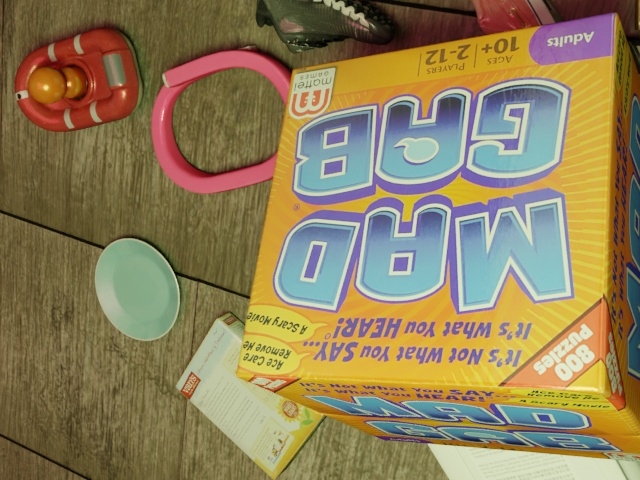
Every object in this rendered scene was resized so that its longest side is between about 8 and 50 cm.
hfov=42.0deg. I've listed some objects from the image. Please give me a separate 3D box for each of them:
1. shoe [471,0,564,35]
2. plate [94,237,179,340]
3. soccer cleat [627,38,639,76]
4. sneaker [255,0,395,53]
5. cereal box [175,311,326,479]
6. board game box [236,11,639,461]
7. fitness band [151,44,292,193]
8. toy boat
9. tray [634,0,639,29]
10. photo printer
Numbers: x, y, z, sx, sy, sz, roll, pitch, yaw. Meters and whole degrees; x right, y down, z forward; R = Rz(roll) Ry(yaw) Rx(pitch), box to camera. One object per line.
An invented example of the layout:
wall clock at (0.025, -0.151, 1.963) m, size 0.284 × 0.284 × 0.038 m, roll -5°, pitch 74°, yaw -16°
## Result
shoe at (0.261, -0.266, 1.060) m, size 0.081 × 0.063 × 0.178 m, roll -33°, pitch 81°, yaw 32°
plate at (-0.320, 0.085, 1.478) m, size 0.188 × 0.024 × 0.188 m, roll 7°, pitch 107°, yaw 25°
soccer cleat at (0.402, -0.221, 1.002) m, size 0.178 × 0.060 × 0.072 m, roll 20°, pitch 102°, yaw 15°
sneaker at (-0.001, -0.307, 1.180) m, size 0.234 × 0.078 × 0.106 m, roll 29°, pitch 118°, yaw 22°
cereal box at (-0.115, 0.260, 1.401) m, size 0.240 × 0.047 × 0.173 m, roll 41°, pitch 118°, yaw 13°
board game box at (0.177, 0.026, 0.925) m, size 0.356 × 0.356 × 0.357 m, roll -3°, pitch 66°, yaw 30°
fitness band at (-0.147, -0.184, 1.299) m, size 0.290 × 0.054 × 0.209 m, roll -11°, pitch 98°, yaw 31°
toy boat at (-0.415, -0.257, 1.364) m, size 0.231 × 0.151 × 0.151 m, roll -8°, pitch 99°, yaw 29°
tray at (0.448, -0.442, 0.891) m, size 0.202 × 0.076 × 0.411 m, roll 0°, pitch 104°, yaw 17°
photo printer at (0.301, 0.304, 1.135) m, size 0.256 × 0.107 × 0.308 m, roll -25°, pitch 103°, yaw 32°
